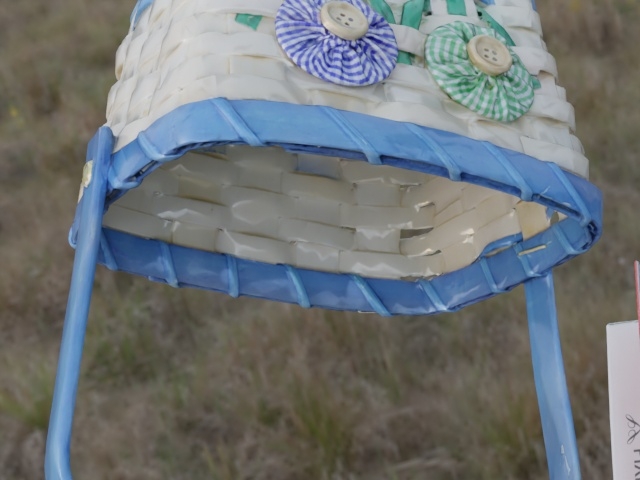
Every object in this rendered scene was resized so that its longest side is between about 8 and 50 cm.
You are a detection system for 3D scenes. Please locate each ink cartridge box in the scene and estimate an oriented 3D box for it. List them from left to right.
[{"bbox_3d":[0.281,0.192,1.318,0.060,0.239,0.275,-10,58,22],"label":"ink cartridge box"}]

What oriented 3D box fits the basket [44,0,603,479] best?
[{"bbox_3d":[0.000,0.000,0.721,0.254,0.289,0.201,7,-17,-25],"label":"basket"}]
